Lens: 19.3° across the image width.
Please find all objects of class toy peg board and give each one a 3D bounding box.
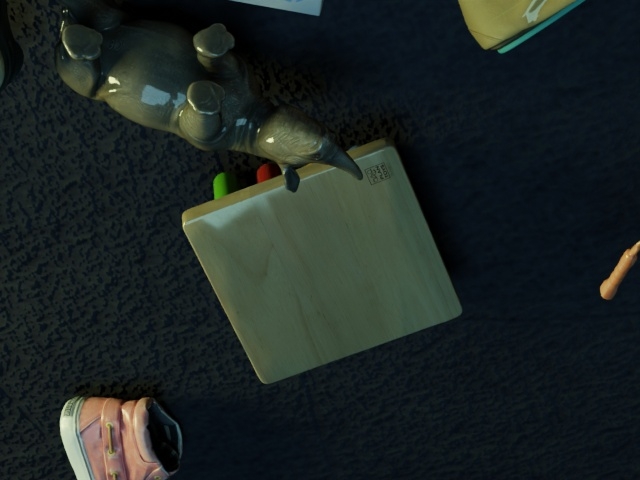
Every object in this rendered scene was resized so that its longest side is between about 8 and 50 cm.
[{"bbox_3d":[0.000,0.000,1.385,0.160,0.079,0.161,-20,124,7],"label":"toy peg board"}]

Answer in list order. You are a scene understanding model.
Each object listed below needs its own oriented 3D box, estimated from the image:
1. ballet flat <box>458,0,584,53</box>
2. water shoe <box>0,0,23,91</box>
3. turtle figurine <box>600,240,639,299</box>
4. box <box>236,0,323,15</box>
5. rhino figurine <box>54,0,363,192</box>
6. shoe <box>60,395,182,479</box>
[{"bbox_3d":[0.180,-0.195,1.177,0.232,0.080,0.073,-28,104,28],"label":"ballet flat"},{"bbox_3d":[-0.261,-0.192,1.269,0.073,0.080,0.203,-13,101,16],"label":"water shoe"},{"bbox_3d":[0.320,-0.039,1.267,0.217,0.087,0.269,24,121,-5],"label":"turtle figurine"},{"bbox_3d":[-0.059,-0.242,1.207,0.145,0.038,0.186,11,131,3],"label":"box"},{"bbox_3d":[-0.078,-0.100,1.277,0.243,0.073,0.106,26,164,3],"label":"rhino figurine"},{"bbox_3d":[-0.152,0.203,1.577,0.081,0.063,0.178,-4,124,20],"label":"shoe"}]
